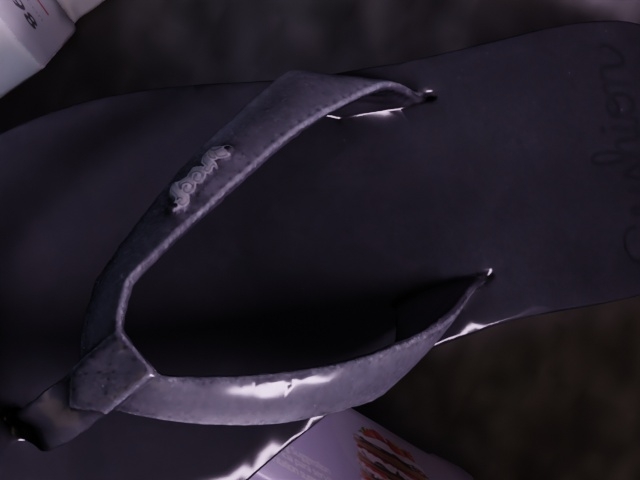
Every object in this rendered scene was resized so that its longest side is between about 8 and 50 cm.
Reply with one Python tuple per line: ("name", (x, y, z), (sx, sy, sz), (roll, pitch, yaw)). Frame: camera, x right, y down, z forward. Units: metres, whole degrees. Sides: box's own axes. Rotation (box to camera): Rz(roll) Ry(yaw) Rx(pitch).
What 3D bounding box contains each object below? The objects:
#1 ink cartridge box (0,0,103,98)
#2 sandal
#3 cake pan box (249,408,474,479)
("ink cartridge box", (-0.139, -0.063, 0.483), (0.180, 0.060, 0.104), (-34, 103, 11))
("sandal", (0.000, -0.001, 0.429), (0.254, 0.054, 0.097), (-23, 94, -29))
("cake pan box", (-0.126, 0.104, 0.493), (0.267, 0.070, 0.246), (33, 108, -22))
